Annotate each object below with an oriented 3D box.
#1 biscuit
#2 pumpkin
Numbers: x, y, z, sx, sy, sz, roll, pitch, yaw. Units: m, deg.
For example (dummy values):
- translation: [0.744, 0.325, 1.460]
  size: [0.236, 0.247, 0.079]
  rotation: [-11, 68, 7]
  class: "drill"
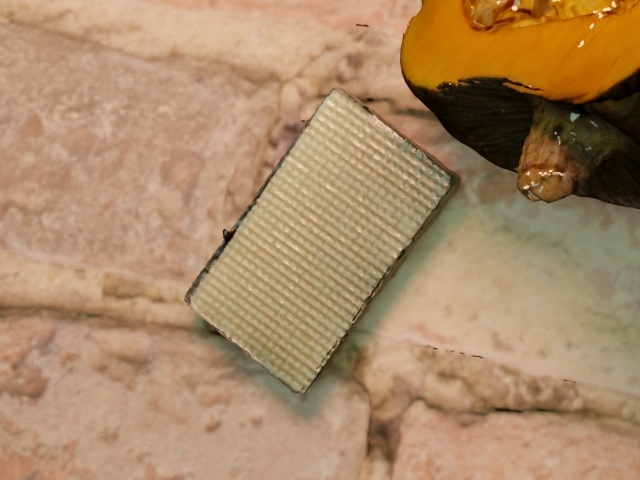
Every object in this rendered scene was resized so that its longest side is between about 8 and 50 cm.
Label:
- translation: [0.000, 0.000, 1.345]
  size: [0.121, 0.040, 0.199]
  rotation: [38, 97, 10]
  class: "biscuit"
- translation: [0.218, -0.098, 1.181]
  size: [0.232, 0.325, 0.242]
  rotation: [38, 76, -25]
  class: "pumpkin"
